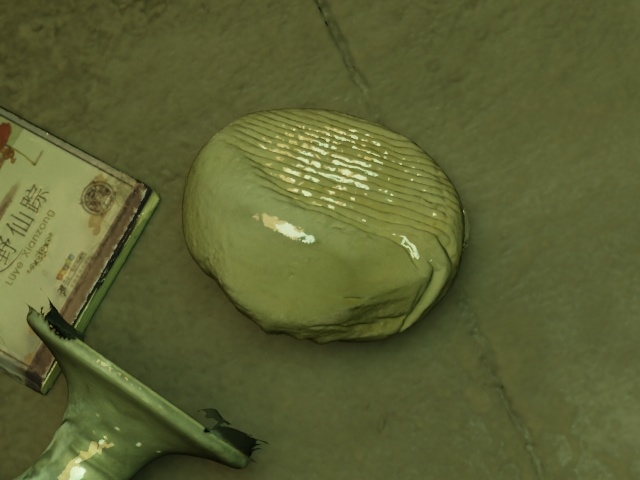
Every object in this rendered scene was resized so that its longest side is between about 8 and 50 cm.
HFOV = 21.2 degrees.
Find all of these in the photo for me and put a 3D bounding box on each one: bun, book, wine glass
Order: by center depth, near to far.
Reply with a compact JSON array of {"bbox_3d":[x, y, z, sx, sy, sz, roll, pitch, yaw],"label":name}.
[{"bbox_3d":[-0.201,0.220,1.031,0.190,0.190,0.357,35,81,16],"label":"wine glass"},{"bbox_3d":[0.000,0.000,1.073,0.173,0.166,0.113,35,129,23],"label":"bun"},{"bbox_3d":[-0.244,-0.018,1.172,0.231,0.026,0.157,28,84,15],"label":"book"}]
